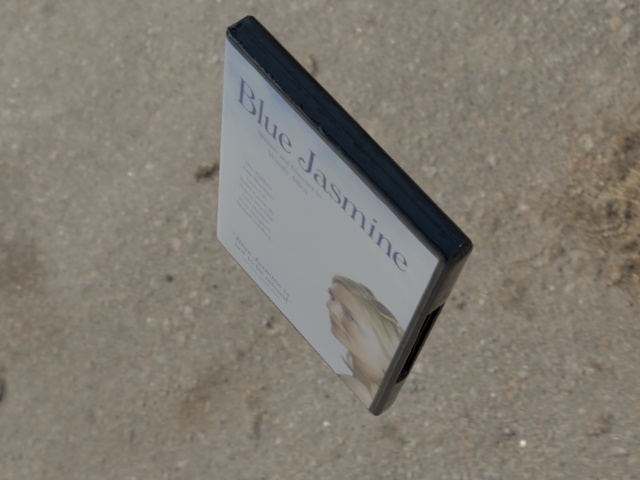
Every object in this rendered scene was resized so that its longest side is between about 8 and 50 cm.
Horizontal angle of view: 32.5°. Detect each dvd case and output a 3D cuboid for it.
[{"bbox_3d":[0.000,0.000,0.679,0.022,0.253,0.180,-35,72,-22],"label":"dvd case"}]
